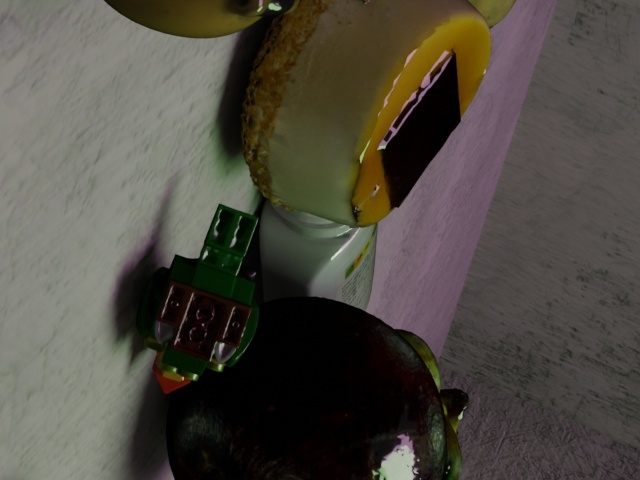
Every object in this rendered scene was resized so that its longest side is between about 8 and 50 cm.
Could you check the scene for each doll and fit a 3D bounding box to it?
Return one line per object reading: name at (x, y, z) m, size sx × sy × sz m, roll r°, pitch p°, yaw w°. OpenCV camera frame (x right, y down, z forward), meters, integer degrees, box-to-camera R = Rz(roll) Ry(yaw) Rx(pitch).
doll at (-0.114, 0.066, 1.357) m, size 0.186 × 0.106 × 0.134 m, roll 124°, pitch -19°, yaw -61°

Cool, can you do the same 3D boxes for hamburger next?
hamburger at (0.035, -0.156, 1.441) m, size 0.294 × 0.179 × 0.276 m, roll -55°, pitch 160°, yaw -10°

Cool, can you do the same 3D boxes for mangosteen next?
mangosteen at (-0.005, 0.201, 1.567) m, size 0.330 × 0.330 × 0.330 m, roll 22°, pitch 90°, yaw -78°

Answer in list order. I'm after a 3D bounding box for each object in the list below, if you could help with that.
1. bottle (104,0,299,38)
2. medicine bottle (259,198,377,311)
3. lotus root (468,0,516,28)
bottle at (-0.049, -0.292, 0.869) m, size 0.351 × 0.171 × 0.171 m, roll -70°, pitch 168°, yaw 18°
medicine bottle at (0.000, 0.000, 1.705) m, size 0.179 × 0.124 × 0.324 m, roll -59°, pitch 167°, yaw -26°
lotus root at (0.130, -0.334, 1.537) m, size 0.310 × 0.182 × 0.183 m, roll 78°, pitch 35°, yaw -61°
